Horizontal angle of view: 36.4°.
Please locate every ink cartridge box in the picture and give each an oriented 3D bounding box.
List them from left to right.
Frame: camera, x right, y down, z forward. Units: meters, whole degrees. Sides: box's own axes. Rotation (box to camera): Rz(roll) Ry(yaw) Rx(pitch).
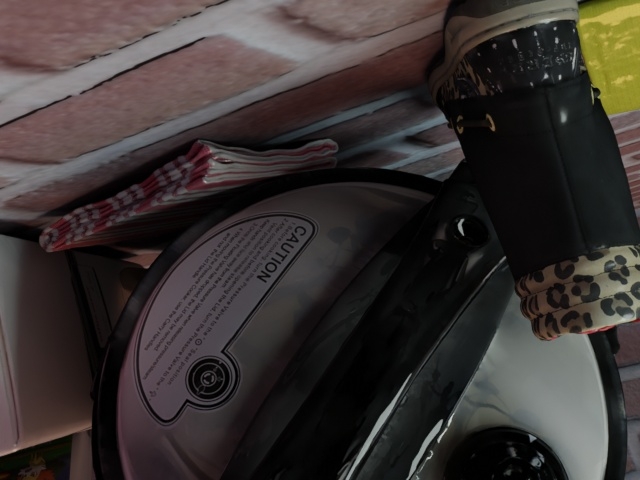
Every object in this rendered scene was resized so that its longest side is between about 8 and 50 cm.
[{"bbox_3d":[-0.332,0.115,0.867,0.286,0.166,0.395,-14,173,5],"label":"ink cartridge box"}]

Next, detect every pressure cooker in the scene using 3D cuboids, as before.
[{"bbox_3d":[0.028,0.146,0.732,0.376,0.369,0.420,-7,159,-5],"label":"pressure cooker"}]

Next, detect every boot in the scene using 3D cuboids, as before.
[{"bbox_3d":[0.124,-0.032,0.562,0.085,0.178,0.236,-15,173,6],"label":"boot"}]

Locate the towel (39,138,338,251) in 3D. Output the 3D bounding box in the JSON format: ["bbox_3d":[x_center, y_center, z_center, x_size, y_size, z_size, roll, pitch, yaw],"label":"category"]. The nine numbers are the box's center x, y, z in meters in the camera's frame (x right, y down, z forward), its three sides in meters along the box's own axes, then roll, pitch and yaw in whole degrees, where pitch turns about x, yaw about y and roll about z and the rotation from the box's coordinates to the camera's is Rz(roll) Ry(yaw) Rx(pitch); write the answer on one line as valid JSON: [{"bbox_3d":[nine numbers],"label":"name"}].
[{"bbox_3d":[-0.100,-0.035,0.729,0.197,0.029,0.144,-19,174,39],"label":"towel"}]

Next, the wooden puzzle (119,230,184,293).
[{"bbox_3d":[0.000,0.000,1.051,0.348,0.080,0.322,-11,174,12],"label":"wooden puzzle"}]

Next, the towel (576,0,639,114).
[{"bbox_3d":[0.267,-0.129,0.541,0.237,0.021,0.102,-11,145,20],"label":"towel"}]

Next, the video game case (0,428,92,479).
[{"bbox_3d":[-0.419,0.207,1.123,0.329,0.300,0.036,-14,132,3],"label":"video game case"}]
